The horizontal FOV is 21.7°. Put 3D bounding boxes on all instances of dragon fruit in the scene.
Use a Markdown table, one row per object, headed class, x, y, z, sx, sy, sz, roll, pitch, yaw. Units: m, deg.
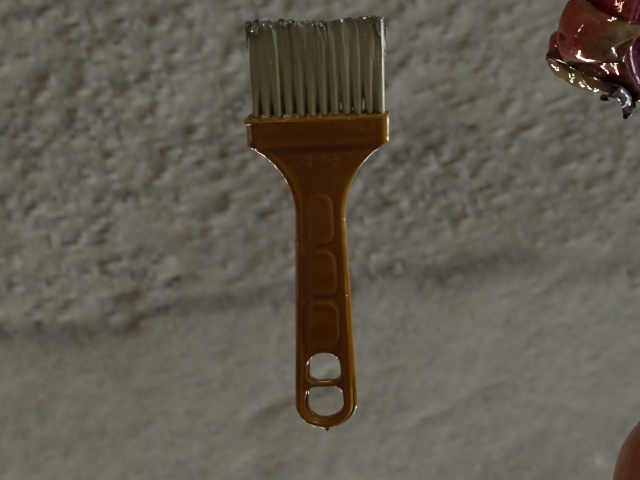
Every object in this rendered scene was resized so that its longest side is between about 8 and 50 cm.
| class | x | y | z | sx | sy | sz | roll | pitch | yaw |
| --- | --- | --- | --- | --- | --- | --- | --- | --- | --- |
| dragon fruit | 0.139 | -0.102 | 0.622 | 0.126 | 0.068 | 0.112 | -36 | 134 | -2 |

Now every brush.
| class | x | y | z | sx | sy | sz | roll | pitch | yaw |
| --- | --- | --- | --- | --- | --- | --- | --- | --- | --- |
| brush | 0.000 | 0.000 | 1.073 | 0.090 | 0.017 | 0.314 | -1 | 123 | 0 |

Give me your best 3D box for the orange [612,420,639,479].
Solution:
| class | x | y | z | sx | sy | sz | roll | pitch | yaw |
| --- | --- | --- | --- | --- | --- | --- | --- | --- | --- |
| orange | 0.375 | 0.221 | 1.330 | 0.284 | 0.226 | 0.284 | -1 | -170 | 0 |
